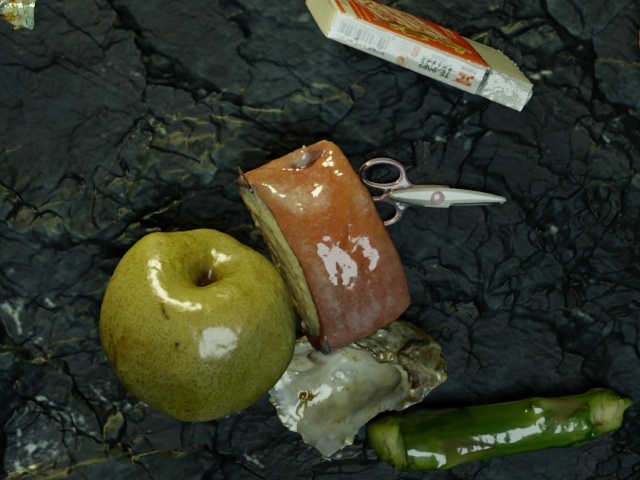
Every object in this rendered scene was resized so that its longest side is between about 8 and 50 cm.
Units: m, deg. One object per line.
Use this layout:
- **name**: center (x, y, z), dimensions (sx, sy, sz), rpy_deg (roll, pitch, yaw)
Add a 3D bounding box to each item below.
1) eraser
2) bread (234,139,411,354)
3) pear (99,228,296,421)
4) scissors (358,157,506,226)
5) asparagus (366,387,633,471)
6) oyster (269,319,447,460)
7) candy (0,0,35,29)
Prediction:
- **eraser**: center (0.104, -0.212, 1.666), dimensions (0.230, 0.157, 0.038), rpy_deg (19, 107, -15)
- **bread**: center (0.003, 0.002, 1.739), dimensions (0.123, 0.190, 0.244), rpy_deg (-28, 111, -9)
- **pear**: center (-0.137, 0.104, 1.747), dimensions (0.228, 0.188, 0.211), rpy_deg (30, 134, 22)
- **scissors**: center (0.130, -0.053, 1.814), dimensions (0.176, 0.022, 0.085), rpy_deg (3, 108, -6)
- **asparagus**: center (0.229, 0.234, 1.924), dimensions (0.343, 0.085, 0.082), rpy_deg (-6, 90, -3)
- **oyster**: center (0.045, 0.160, 1.867), dimensions (0.232, 0.107, 0.161), rpy_deg (-15, 121, 19)
- **candy**: center (-0.387, -0.268, 1.639), dimensions (0.182, 0.046, 0.053), rpy_deg (16, 114, -9)
